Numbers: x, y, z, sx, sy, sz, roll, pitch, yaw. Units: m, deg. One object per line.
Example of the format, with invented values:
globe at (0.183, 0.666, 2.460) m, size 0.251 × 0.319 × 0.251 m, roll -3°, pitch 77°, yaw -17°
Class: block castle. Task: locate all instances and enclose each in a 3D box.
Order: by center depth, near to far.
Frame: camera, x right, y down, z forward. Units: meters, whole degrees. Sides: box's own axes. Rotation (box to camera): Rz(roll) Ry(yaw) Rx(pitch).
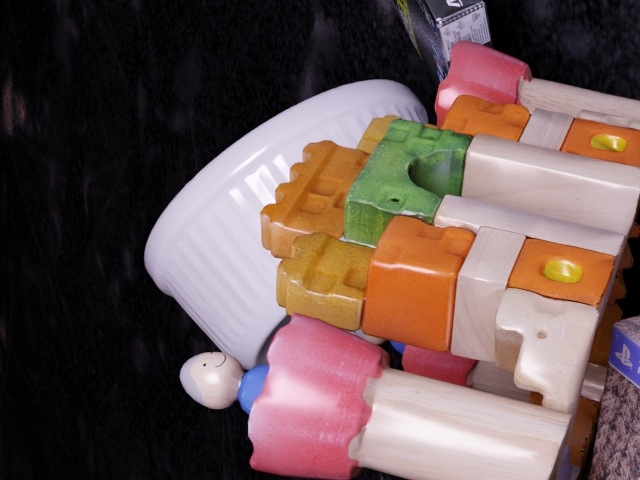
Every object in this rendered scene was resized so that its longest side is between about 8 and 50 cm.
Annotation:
block castle at (0.068, 0.085, 1.059) m, size 0.213 × 0.453 × 0.303 m, roll 14°, pitch 123°, yaw 13°

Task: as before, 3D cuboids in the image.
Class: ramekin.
ramekin at (0.000, 0.000, 1.373) m, size 0.127 × 0.273 × 0.273 m, roll 56°, pitch 146°, yaw 19°

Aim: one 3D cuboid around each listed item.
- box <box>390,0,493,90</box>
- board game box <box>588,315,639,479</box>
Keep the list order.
box at (0.081, -0.195, 1.283) m, size 0.184 × 0.045 × 0.190 m, roll 63°, pitch 179°, yaw 25°
board game box at (0.283, 0.214, 1.018) m, size 0.232 × 0.141 × 0.291 m, roll 41°, pitch 134°, yaw 51°
